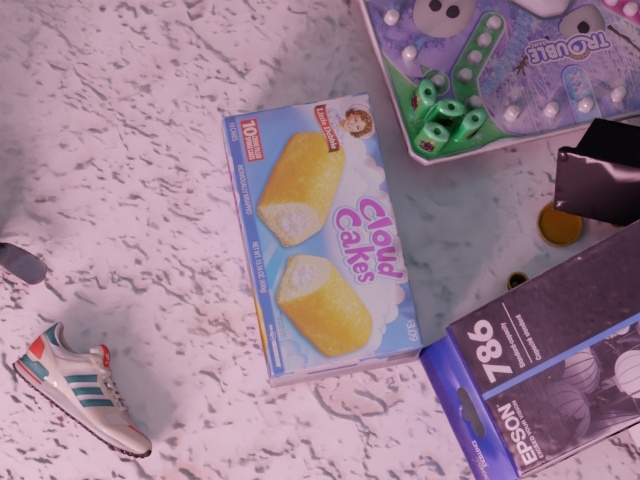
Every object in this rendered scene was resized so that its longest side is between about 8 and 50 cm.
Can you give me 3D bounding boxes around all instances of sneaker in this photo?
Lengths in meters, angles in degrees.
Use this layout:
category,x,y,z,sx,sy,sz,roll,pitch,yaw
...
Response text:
category,x,y,z,sx,sy,sz,roll,pitch,yaw
sneaker,-0.217,0.143,1.691,0.161,0.057,0.075,36,82,9

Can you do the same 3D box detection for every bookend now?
category,x,y,z,sx,sy,sz,roll,pitch,yaw
bookend,0.333,-0.080,1.747,0.157,0.072,0.156,14,37,20

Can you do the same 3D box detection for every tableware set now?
category,x,y,z,sx,sy,sz,roll,pitch,yaw
tableware set,0.253,0.010,1.764,0.154,0.024,0.104,-39,80,-11

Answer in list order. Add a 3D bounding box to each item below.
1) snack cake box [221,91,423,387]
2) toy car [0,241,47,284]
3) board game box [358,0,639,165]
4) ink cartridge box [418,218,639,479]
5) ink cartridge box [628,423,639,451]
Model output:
category,x,y,z,sx,sy,sz,roll,pitch,yaw
snack cake box,0.000,0.000,1.722,0.152,0.089,0.264,-11,76,-5
toy car,-0.358,-0.014,1.692,0.155,0.149,0.188,-36,91,-21
board game box,0.223,-0.302,1.800,0.390,0.050,0.390,-13,76,-15
ink cartridge box,0.241,0.106,1.629,0.332,0.065,0.165,-32,77,26
ink cartridge box,0.354,0.114,1.693,0.148,0.086,0.203,-22,77,-25
